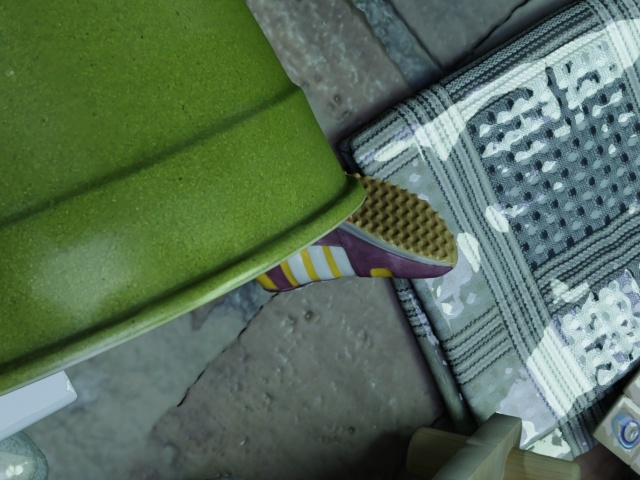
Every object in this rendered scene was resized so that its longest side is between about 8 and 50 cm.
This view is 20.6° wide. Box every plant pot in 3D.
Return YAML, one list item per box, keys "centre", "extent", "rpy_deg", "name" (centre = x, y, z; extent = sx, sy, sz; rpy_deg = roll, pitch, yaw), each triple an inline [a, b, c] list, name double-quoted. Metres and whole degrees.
- centre: [-0.211, -0.116, 0.961]
  extent: [0.366, 0.366, 0.353]
  rpy_deg: [-26, 99, -18]
  name: "plant pot"

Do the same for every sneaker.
- centre: [0.000, 0.000, 1.202]
  extent: [0.185, 0.070, 0.084]
  rpy_deg: [17, 130, -12]
  name: "sneaker"

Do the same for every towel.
- centre: [0.202, -0.005, 1.307]
  extent: [0.312, 0.056, 0.324]
  rpy_deg: [-31, 112, -16]
  name: "towel"

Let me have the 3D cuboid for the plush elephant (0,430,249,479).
- centre: [-0.139, 0.307, 1.083]
  extent: [0.272, 0.255, 0.330]
  rpy_deg: [30, 92, -41]
  name: "plush elephant"

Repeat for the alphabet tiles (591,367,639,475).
- centre: [0.348, 0.113, 1.344]
  extent: [0.198, 0.009, 0.237]
  rpy_deg: [39, 86, -13]
  name: "alphabet tiles"

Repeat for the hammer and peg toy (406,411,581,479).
- centre: [0.075, 0.320, 1.198]
  extent: [0.127, 0.266, 0.361]
  rpy_deg: [11, 103, 18]
  name: "hammer and peg toy"

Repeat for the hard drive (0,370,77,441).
- centre: [-0.304, 0.141, 1.010]
  extent: [0.318, 0.210, 0.040]
  rpy_deg: [-28, 99, -14]
  name: "hard drive"
